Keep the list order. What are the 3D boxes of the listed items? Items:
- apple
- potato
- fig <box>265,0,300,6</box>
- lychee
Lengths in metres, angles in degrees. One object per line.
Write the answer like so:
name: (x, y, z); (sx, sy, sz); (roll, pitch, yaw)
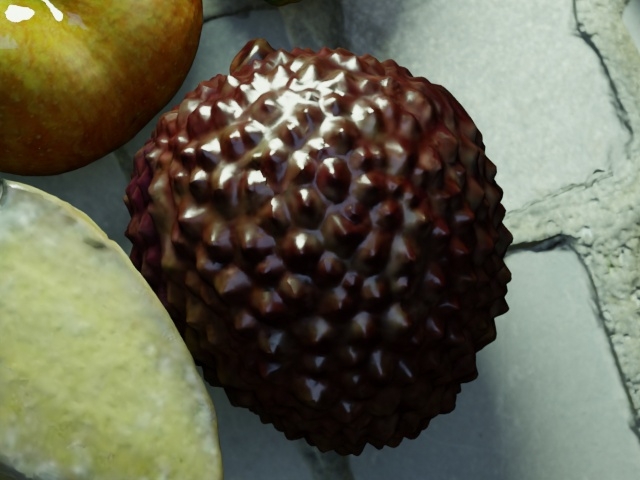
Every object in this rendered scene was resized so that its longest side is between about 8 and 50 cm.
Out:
apple: (-0.248, -0.195, 1.130); (0.309, 0.250, 0.278); (0, 82, -1)
potato: (-0.189, 0.110, 1.077); (0.264, 0.211, 0.189); (33, 65, -16)
fig: (-0.032, -0.327, 1.208); (0.239, 0.239, 0.271); (-17, 118, -10)
lychee: (0.000, 0.000, 1.110); (0.306, 0.306, 0.330); (-13, 80, -9)
